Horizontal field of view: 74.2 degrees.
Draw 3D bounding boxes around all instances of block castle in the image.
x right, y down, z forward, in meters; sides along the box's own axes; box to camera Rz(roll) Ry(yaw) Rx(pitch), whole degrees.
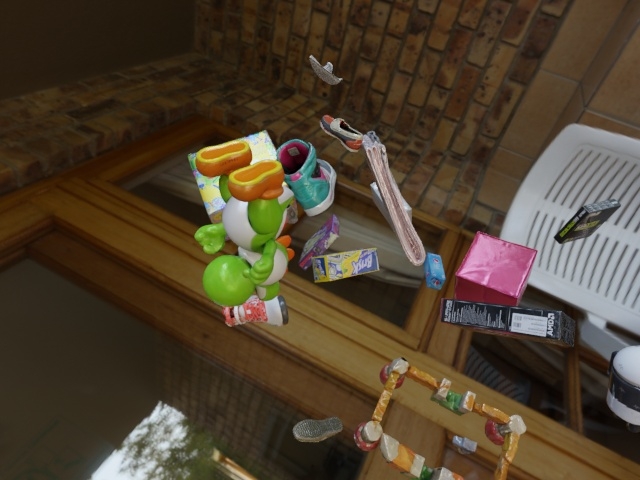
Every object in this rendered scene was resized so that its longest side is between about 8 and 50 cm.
[{"bbox_3d":[0.359,0.598,1.313,0.302,0.454,0.212,-59,-13,-28],"label":"block castle"}]

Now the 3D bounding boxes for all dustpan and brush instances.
[{"bbox_3d":[0.027,-0.668,1.690,0.060,0.147,0.211,-54,3,-2],"label":"dustpan and brush"}]

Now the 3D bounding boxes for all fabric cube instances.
[{"bbox_3d":[0.738,0.163,1.814,0.254,0.259,0.258,-54,-31,-23],"label":"fabric cube"}]

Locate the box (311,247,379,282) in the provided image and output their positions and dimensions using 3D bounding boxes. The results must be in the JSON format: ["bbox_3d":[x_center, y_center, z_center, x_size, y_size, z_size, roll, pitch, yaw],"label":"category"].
[{"bbox_3d":[0.061,0.054,0.977,0.169,0.054,0.059,-7,-91,-43],"label":"box"}]

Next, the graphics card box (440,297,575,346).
[{"bbox_3d":[0.618,0.270,1.410,0.233,0.371,0.094,25,-109,-48],"label":"graphics card box"}]

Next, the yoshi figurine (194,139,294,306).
[{"bbox_3d":[-0.161,0.008,0.823,0.203,0.203,0.362,-83,-6,-47],"label":"yoshi figurine"}]

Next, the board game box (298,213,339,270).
[{"bbox_3d":[0.000,0.000,1.877,0.208,0.056,0.347,-42,8,11],"label":"board game box"}]

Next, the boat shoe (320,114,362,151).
[{"bbox_3d":[0.049,-0.260,0.990,0.049,0.137,0.043,-20,-37,-32],"label":"boat shoe"}]

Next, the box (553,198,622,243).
[{"bbox_3d":[1.029,-0.072,1.637,0.191,0.045,0.184,-11,-34,-24],"label":"box"}]

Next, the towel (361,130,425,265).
[{"bbox_3d":[0.185,-0.127,1.127,0.331,0.054,0.316,-83,-30,-71],"label":"towel"}]

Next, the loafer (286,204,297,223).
[{"bbox_3d":[-0.108,-0.099,1.250,0.039,0.125,0.045,-13,32,55],"label":"loafer"}]

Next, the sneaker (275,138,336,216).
[{"bbox_3d":[-0.046,-0.206,1.186,0.178,0.124,0.295,57,-165,-28],"label":"sneaker"}]

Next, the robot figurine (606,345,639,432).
[{"bbox_3d":[1.010,0.464,1.328,0.174,0.209,0.277,-28,-60,-40],"label":"robot figurine"}]

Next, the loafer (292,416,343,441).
[{"bbox_3d":[-0.009,0.507,1.121,0.050,0.148,0.056,-61,36,32],"label":"loafer"}]

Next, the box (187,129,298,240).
[{"bbox_3d":[-0.267,-0.192,1.475,0.290,0.279,0.177,-20,-31,-10],"label":"box"}]

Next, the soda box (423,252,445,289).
[{"bbox_3d":[0.547,0.146,2.042,0.210,0.067,0.071,-75,-2,-60],"label":"soda box"}]

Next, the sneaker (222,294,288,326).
[{"bbox_3d":[-0.193,0.206,1.201,0.270,0.145,0.090,172,89,-67],"label":"sneaker"}]

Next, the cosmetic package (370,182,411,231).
[{"bbox_3d":[0.334,-0.171,2.012,0.107,0.237,0.127,-26,-35,-7],"label":"cosmetic package"}]
